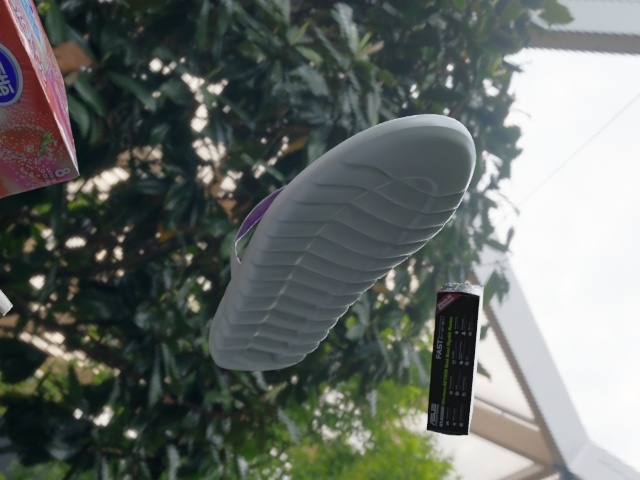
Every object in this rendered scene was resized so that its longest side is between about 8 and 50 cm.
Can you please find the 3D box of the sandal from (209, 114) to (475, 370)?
[{"bbox_3d":[-0.013,-0.002,0.926,0.169,0.102,0.416,8,-39,-32],"label":"sandal"}]

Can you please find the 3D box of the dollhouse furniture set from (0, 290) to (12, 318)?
[{"bbox_3d":[-0.438,0.067,0.957,0.144,0.123,0.151,-27,-72,19],"label":"dollhouse furniture set"}]

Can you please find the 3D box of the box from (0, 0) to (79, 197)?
[{"bbox_3d":[-0.323,-0.185,0.801,0.142,0.154,0.300,-16,-38,-6],"label":"box"}]

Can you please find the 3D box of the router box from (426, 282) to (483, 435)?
[{"bbox_3d":[0.119,0.101,0.823,0.038,0.123,0.092,5,2,12],"label":"router box"}]
